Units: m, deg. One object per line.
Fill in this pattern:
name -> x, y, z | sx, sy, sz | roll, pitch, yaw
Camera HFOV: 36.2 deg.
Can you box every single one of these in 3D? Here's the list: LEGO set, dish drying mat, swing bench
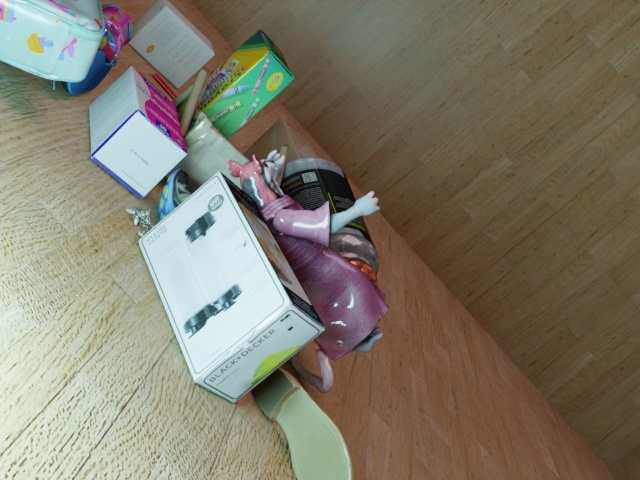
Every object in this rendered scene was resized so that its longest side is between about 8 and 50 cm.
LEGO set -> -0.267, -0.030, 1.492 | 0.054, 0.023, 0.083 | 33, 19, -55
dish drying mat -> -0.359, -0.355, 2.286 | 0.083, 0.008, 0.032 | 49, 12, -6
swing bench -> -0.190, -0.146, 1.850 | 0.253, 0.165, 0.255 | 44, 17, -28

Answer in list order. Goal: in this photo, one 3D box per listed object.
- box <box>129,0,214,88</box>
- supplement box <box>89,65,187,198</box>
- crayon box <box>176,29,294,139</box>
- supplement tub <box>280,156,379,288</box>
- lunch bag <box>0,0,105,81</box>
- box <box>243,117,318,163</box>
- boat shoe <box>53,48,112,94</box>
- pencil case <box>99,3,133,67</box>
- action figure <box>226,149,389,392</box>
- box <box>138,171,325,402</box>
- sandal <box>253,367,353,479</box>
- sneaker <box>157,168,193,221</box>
box -> -0.363, -0.479, 2.370 | 0.170, 0.130, 0.091 | 43, 13, -31
supplement box -> -0.308, -0.184, 1.633 | 0.111, 0.114, 0.220 | 41, 11, -30
crayon box -> -0.191, -0.295, 2.024 | 0.081, 0.278, 0.165 | 45, 11, -28
supplement tub -> 0.000, 0.000, 1.942 | 0.193, 0.193, 0.316 | 39, 22, -42
lunch bag -> -0.459, -0.353, 1.432 | 0.279, 0.108, 0.224 | 21, 28, -26
box -> -0.079, -0.156, 2.352 | 0.121, 0.148, 0.311 | 42, 12, -28
boat shoe -> -0.424, -0.302, 1.668 | 0.089, 0.109, 0.258 | 40, -4, -8
pencil case -> -0.432, -0.414, 1.967 | 0.104, 0.104, 0.236 | 45, 11, -19
action figure -> -0.051, 0.014, 1.572 | 0.370, 0.276, 0.248 | 50, -18, -29
box -> -0.130, 0.060, 1.355 | 0.087, 0.169, 0.290 | 41, 12, -45
sandal -> -0.003, 0.268, 1.344 | 0.079, 0.088, 0.240 | 26, 19, -49
sneaker -> -0.216, -0.044, 1.582 | 0.078, 0.067, 0.188 | 10, 35, -26
